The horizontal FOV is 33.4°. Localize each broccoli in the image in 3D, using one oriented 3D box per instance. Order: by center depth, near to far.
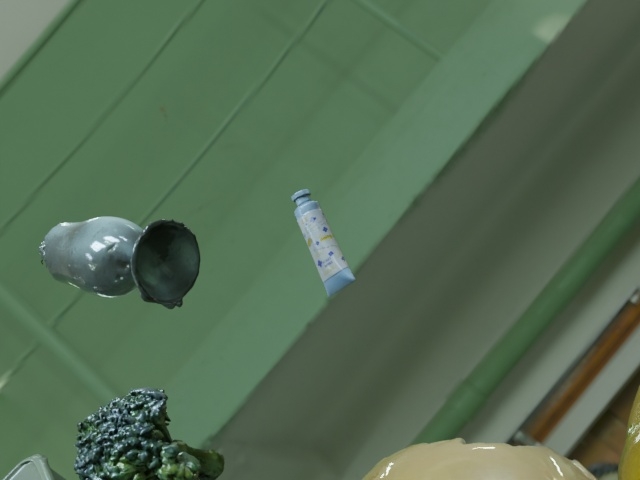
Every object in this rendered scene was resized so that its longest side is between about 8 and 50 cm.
[{"bbox_3d":[-0.220,0.321,1.585,0.275,0.198,0.177,26,-105,-36],"label":"broccoli"}]

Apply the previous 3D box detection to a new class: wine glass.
[{"bbox_3d":[-0.242,0.022,1.267,0.103,0.222,0.103,-3,-86,-43],"label":"wine glass"}]

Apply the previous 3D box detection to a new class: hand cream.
[{"bbox_3d":[0.000,0.000,1.681,0.043,0.171,0.065,-7,-22,-47],"label":"hand cream"}]

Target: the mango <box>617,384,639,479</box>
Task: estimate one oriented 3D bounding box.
[{"bbox_3d":[0.485,0.217,1.173,0.445,0.300,0.232,-32,-17,-43],"label":"mango"}]

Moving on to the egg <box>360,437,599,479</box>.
[{"bbox_3d":[0.095,0.234,0.586,0.201,0.244,0.201,-2,-47,-2],"label":"egg"}]

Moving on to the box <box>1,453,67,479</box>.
[{"bbox_3d":[-0.370,0.455,1.543,0.138,0.274,0.178,-45,-53,-1],"label":"box"}]
